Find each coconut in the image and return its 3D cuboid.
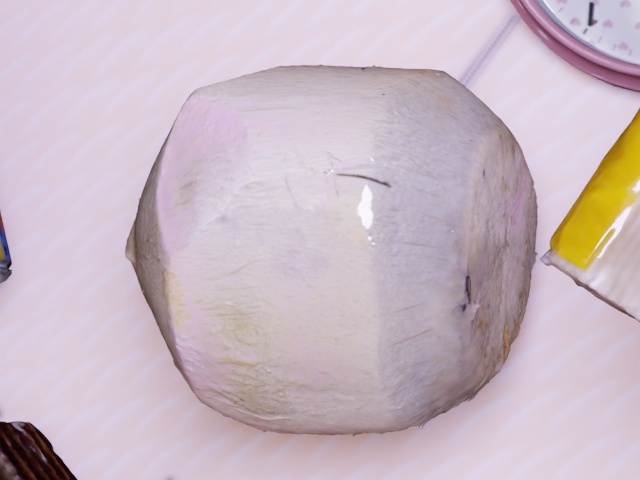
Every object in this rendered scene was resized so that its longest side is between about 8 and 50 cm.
[{"bbox_3d":[0.000,0.002,1.065,0.230,0.227,0.227,4,86,22],"label":"coconut"}]

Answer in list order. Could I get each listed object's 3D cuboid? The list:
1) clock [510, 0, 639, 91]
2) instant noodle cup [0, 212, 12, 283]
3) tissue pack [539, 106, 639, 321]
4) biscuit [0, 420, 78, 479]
[{"bbox_3d":[0.213,-0.208,1.080,0.244,0.056,0.244,2,95,22],"label":"clock"},{"bbox_3d":[-0.338,-0.041,1.183,0.296,0.296,0.214,-22,87,18],"label":"instant noodle cup"},{"bbox_3d":[0.333,-0.072,0.893,0.228,0.293,0.382,39,99,30],"label":"tissue pack"},{"bbox_3d":[-0.171,0.239,1.188,0.106,0.070,0.252,-45,71,12],"label":"biscuit"}]
